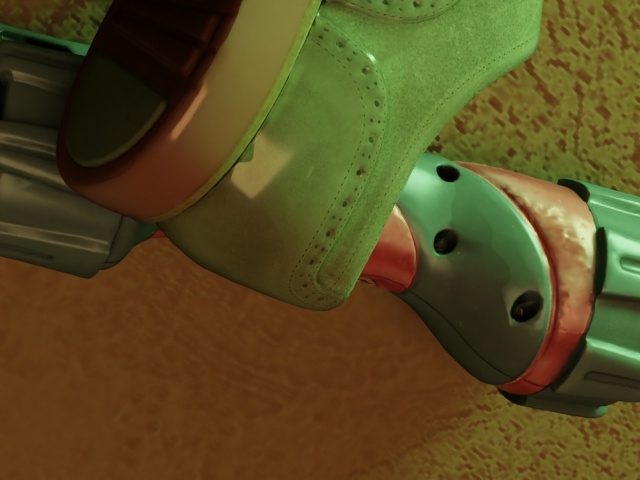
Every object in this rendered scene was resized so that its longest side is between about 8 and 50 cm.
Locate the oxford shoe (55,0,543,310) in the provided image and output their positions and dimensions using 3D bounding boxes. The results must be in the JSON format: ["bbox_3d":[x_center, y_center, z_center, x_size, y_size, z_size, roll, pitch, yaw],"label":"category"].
[{"bbox_3d":[0.039,-0.137,0.752,0.130,0.123,0.348,37,82,-30],"label":"oxford shoe"}]

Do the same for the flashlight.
[{"bbox_3d":[0.000,0.000,0.819,0.304,0.103,0.103,12,102,-24],"label":"flashlight"}]
